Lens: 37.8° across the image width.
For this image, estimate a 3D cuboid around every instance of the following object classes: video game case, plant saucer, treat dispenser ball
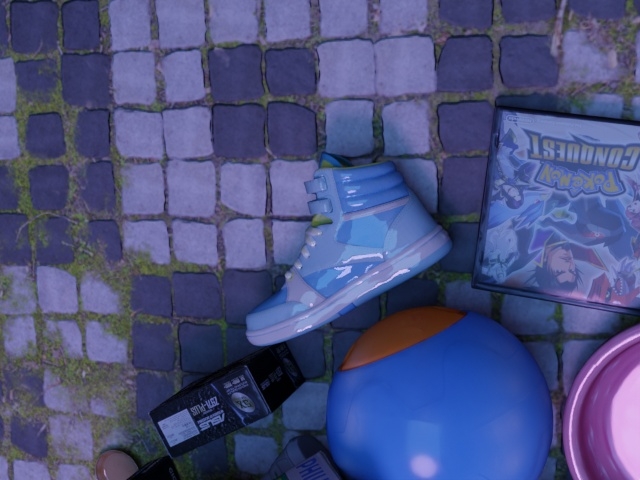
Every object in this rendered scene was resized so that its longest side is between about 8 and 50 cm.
[{"bbox_3d":[0.348,-0.037,1.218,0.275,0.035,0.248,9,103,17],"label":"video game case"},{"bbox_3d":[-0.328,0.379,1.529,0.083,0.015,0.083,4,101,18],"label":"plant saucer"},{"bbox_3d":[0.150,0.227,1.196,0.288,0.288,0.288,3,101,18],"label":"treat dispenser ball"},{"bbox_3d":[0.481,0.248,1.185,0.332,0.084,0.332,5,102,25],"label":"plant saucer"}]

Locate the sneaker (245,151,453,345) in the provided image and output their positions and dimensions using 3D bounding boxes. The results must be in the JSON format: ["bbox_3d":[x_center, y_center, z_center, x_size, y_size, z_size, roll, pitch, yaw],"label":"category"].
[{"bbox_3d":[0.000,0.000,1.296,0.319,0.127,0.208,-29,92,11],"label":"sneaker"}]

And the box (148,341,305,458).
[{"bbox_3d":[-0.134,0.229,1.367,0.180,0.147,0.077,-28,90,20],"label":"box"}]

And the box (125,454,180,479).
[{"bbox_3d":[-0.248,0.467,1.433,0.051,0.175,0.220,-21,92,22],"label":"box"}]

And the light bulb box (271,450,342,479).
[{"bbox_3d":[-0.047,0.514,1.121,0.361,0.225,0.358,-31,98,-8],"label":"light bulb box"}]

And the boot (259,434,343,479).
[{"bbox_3d":[0.008,0.418,1.359,0.123,0.095,0.258,-51,56,19],"label":"boot"}]
